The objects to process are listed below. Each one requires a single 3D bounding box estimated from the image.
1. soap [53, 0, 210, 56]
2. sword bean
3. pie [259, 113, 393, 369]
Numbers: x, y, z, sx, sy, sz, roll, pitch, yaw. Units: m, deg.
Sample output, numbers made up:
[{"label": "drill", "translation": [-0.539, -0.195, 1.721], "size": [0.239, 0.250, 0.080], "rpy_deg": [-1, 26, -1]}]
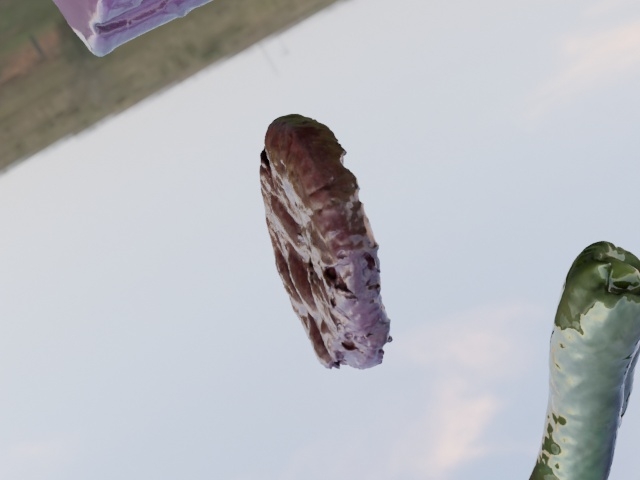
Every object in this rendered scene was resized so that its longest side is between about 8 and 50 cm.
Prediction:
[{"label": "soap", "translation": [-0.049, -0.186, 0.821], "size": [0.203, 0.065, 0.122], "rpy_deg": [-30, 161, -30]}, {"label": "sword bean", "translation": [0.087, 0.115, 0.593], "size": [0.038, 0.269, 0.043], "rpy_deg": [18, -145, 18]}, {"label": "pie", "translation": [0.000, 0.000, 0.847], "size": [0.036, 0.154, 0.154], "rpy_deg": [-16, -168, -11]}]
